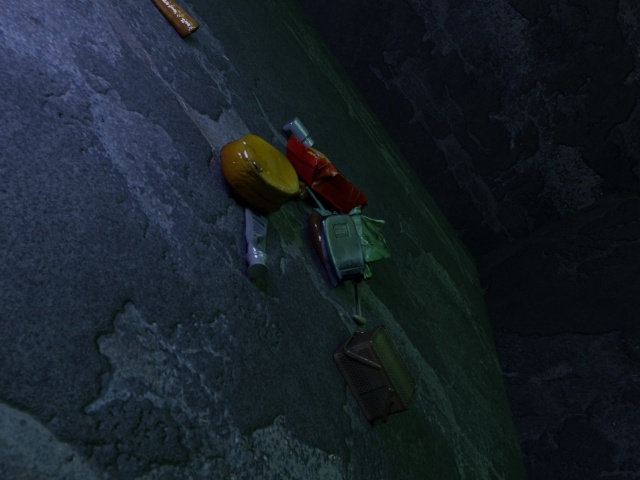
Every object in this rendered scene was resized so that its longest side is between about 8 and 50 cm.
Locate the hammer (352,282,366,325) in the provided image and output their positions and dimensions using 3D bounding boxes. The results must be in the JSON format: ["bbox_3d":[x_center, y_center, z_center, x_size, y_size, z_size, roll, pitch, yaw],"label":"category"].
[{"bbox_3d":[0.133,0.225,1.696,0.060,0.028,0.195,37,30,-28],"label":"hammer"}]

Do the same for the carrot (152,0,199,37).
[{"bbox_3d":[-0.504,-0.772,1.533,0.205,0.072,0.072,43,29,-20],"label":"carrot"}]

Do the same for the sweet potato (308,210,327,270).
[{"bbox_3d":[-0.001,0.000,1.642,0.078,0.058,0.255,54,19,-71],"label":"sweet potato"}]

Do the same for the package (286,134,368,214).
[{"bbox_3d":[0.025,-0.241,1.801,0.196,0.123,0.423,46,8,37],"label":"package"}]

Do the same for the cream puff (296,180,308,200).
[{"bbox_3d":[-0.076,-0.189,1.698,0.083,0.058,0.083,60,23,1],"label":"cream puff"}]

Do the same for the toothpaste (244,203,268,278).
[{"bbox_3d":[-0.183,-0.002,1.319,0.096,0.061,0.266,40,25,-34],"label":"toothpaste"}]

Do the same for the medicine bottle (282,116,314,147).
[{"bbox_3d":[-0.090,-0.441,1.918,0.130,0.080,0.080,51,26,-21],"label":"medicine bottle"}]

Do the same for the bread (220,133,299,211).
[{"bbox_3d":[-0.188,-0.202,1.406,0.269,0.142,0.195,31,40,-43],"label":"bread"}]

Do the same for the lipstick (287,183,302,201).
[{"bbox_3d":[-0.162,-0.234,1.566,0.241,0.080,0.080,44,29,-31],"label":"lipstick"}]

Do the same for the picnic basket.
[{"bbox_3d":[0.174,0.411,1.428,0.267,0.139,0.165,62,25,2],"label":"picnic basket"}]

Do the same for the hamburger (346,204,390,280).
[{"bbox_3d":[0.190,0.012,1.808,0.260,0.150,0.276,-64,133,-65],"label":"hamburger"}]

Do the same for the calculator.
[{"bbox_3d":[0.077,0.025,1.627,0.177,0.040,0.268,-9,83,-41],"label":"calculator"}]

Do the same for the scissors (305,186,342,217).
[{"bbox_3d":[0.037,-0.084,1.755,0.383,0.029,0.256,43,28,-56],"label":"scissors"}]
